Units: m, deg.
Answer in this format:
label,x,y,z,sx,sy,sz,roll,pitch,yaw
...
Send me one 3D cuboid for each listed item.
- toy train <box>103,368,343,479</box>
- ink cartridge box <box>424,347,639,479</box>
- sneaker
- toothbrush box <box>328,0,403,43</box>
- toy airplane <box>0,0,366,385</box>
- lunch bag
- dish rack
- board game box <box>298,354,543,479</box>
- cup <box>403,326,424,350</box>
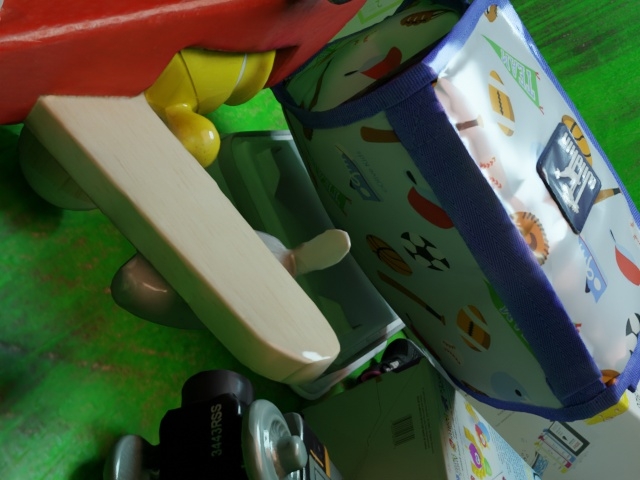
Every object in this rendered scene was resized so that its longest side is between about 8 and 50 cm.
label,x,y,z,sx,sy,sz,roll,pitch,yaw
toy train,-0.045,0.248,0.678,0.190,0.142,0.334,57,20,-45
ink cartridge box,0.255,0.176,1.216,0.233,0.168,0.171,40,21,-13
sneaker,0.076,0.154,1.149,0.077,0.072,0.178,54,22,-22
toothbrush box,0.046,-0.332,1.439,0.122,0.206,0.283,18,50,-63
toy airplane,-0.157,-0.103,0.692,0.384,0.272,0.386,15,51,-14
lunch bag,0.129,-0.044,0.965,0.328,0.239,0.385,56,5,-15
dish rack,0.000,0.000,1.148,0.285,0.072,0.333,65,20,3
board game box,0.114,0.258,1.018,0.275,0.142,0.144,47,26,-38
cup,0.238,-0.015,1.437,0.331,0.237,0.331,42,37,-43
